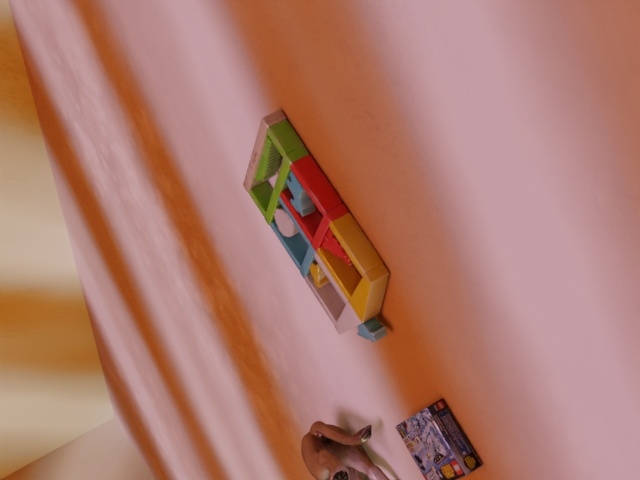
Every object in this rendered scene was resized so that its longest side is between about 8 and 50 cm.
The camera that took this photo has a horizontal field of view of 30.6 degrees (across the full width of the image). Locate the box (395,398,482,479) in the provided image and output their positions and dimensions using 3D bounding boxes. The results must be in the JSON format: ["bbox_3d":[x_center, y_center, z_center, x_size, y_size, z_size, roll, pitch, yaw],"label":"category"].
[{"bbox_3d":[0.144,0.255,1.454,0.094,0.027,0.137,60,159,10],"label":"box"}]

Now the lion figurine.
[{"bbox_3d":[0.032,0.395,1.786,0.240,0.142,0.392,-137,41,-57],"label":"lion figurine"}]

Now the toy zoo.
[{"bbox_3d":[0.000,0.000,1.477,0.293,0.030,0.192,56,158,15],"label":"toy zoo"}]
